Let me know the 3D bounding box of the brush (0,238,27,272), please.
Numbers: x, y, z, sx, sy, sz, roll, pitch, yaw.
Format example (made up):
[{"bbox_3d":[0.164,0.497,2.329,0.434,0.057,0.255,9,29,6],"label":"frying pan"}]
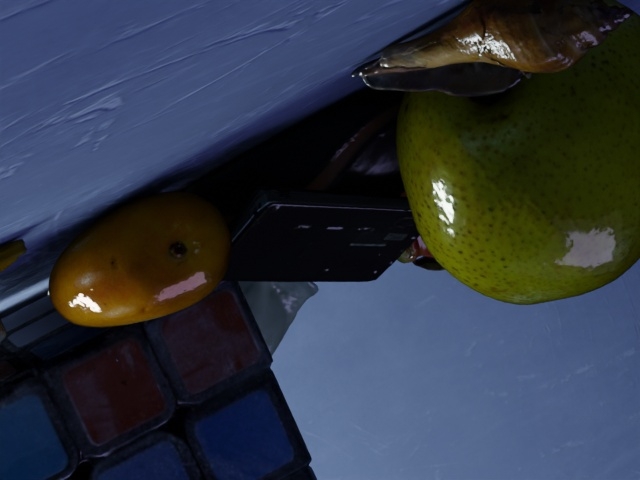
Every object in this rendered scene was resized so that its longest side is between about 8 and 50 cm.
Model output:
[{"bbox_3d":[-0.384,0.072,1.361,0.336,0.020,0.085,-26,178,-37],"label":"brush"}]

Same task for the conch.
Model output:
[{"bbox_3d":[0.141,-0.166,1.385,0.233,0.086,0.080,-10,-127,44],"label":"conch"}]

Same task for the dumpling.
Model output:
[{"bbox_3d":[-0.199,0.096,2.464,0.320,0.270,0.212,-50,-159,3],"label":"dumpling"}]

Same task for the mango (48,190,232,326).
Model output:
[{"bbox_3d":[-0.178,0.025,1.609,0.219,0.112,0.145,-25,-174,40],"label":"mango"}]

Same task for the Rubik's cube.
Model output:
[{"bbox_3d":[-0.220,0.239,1.867,0.362,0.358,0.363,-26,-165,-17],"label":"Rubik's cube"}]

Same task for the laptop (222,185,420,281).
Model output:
[{"bbox_3d":[0.000,0.000,1.669,0.207,0.026,0.154,3,145,-33],"label":"laptop"}]

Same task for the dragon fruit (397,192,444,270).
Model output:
[{"bbox_3d":[0.148,-0.068,2.149,0.227,0.224,0.224,-24,179,17],"label":"dragon fruit"}]

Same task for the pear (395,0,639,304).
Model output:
[{"bbox_3d":[0.200,-0.086,1.542,0.294,0.294,0.294,-27,178,-1],"label":"pear"}]

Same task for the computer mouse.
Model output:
[{"bbox_3d":[-0.016,-0.053,1.729,0.323,0.116,0.183,-27,172,19],"label":"computer mouse"}]

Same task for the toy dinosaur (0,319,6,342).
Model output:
[{"bbox_3d":[-0.383,0.112,1.673,0.205,0.092,0.393,-32,175,14],"label":"toy dinosaur"}]
